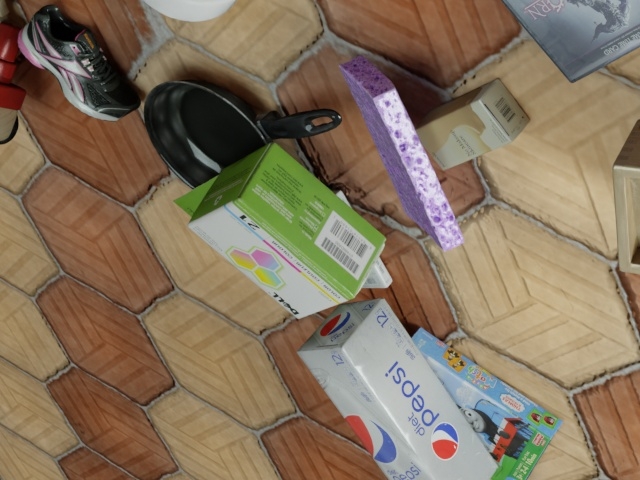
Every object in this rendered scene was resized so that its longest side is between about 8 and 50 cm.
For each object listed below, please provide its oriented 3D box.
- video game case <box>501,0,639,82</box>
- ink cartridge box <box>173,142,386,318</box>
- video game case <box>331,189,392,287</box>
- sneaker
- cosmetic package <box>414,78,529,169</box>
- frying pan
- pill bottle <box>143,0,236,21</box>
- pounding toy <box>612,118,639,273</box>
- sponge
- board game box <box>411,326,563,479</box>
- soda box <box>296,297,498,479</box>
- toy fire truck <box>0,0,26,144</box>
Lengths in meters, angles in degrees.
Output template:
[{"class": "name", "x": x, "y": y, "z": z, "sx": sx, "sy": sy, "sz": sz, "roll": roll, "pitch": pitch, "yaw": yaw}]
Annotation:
[{"class": "video game case", "x": 0.208, "y": -0.283, "z": 1.419, "sx": 0.274, "sy": 0.026, "sz": 0.196, "roll": 49, "pitch": 146, "yaw": -10}, {"class": "ink cartridge box", "x": -0.073, "y": 0.006, "z": 1.900, "sx": 0.189, "sy": 0.097, "sz": 0.255, "roll": 40, "pitch": 147, "yaw": -17}, {"class": "video game case", "x": 0.000, "y": 0.000, "z": 1.951, "sx": 0.157, "sy": 0.019, "sz": 0.143, "roll": -1, "pitch": 128, "yaw": 47}, {"class": "sneaker", "x": -0.298, "y": -0.223, "z": 1.955, "sx": 0.178, "sy": 0.072, "sz": 0.077, "roll": 37, "pitch": 136, "yaw": -3}, {"class": "cosmetic package", "x": 0.156, "y": -0.120, "z": 1.638, "sx": 0.060, "sy": 0.041, "sz": 0.115, "roll": 50, "pitch": 145, "yaw": -11}, {"class": "frying pan", "x": -0.103, "y": -0.146, "z": 1.858, "sx": 0.197, "sy": 0.053, "sz": 0.326, "roll": 41, "pitch": 145, "yaw": -3}, {"class": "pill bottle", "x": -0.092, "y": -0.343, "z": 1.528, "sx": 0.160, "sy": 0.160, "sz": 0.283, "roll": 42, "pitch": 147, "yaw": -1}, {"class": "pounding toy", "x": 0.384, "y": -0.054, "z": 1.449, "sx": 0.206, "sy": 0.094, "sz": 0.181, "roll": 9, "pitch": 130, "yaw": 26}, {"class": "sponge", "x": 0.089, "y": -0.093, "z": 1.695, "sx": 0.210, "sy": 0.031, "sz": 0.117, "roll": 64, "pitch": 174, "yaw": -30}, {"class": "board game box", "x": 0.189, "y": 0.219, "z": 1.991, "sx": 0.211, "sy": 0.039, "sz": 0.160, "roll": 34, "pitch": 146, "yaw": 13}, {"class": "soda box", "x": 0.098, "y": 0.212, "z": 1.952, "sx": 0.091, "sy": 0.098, "sz": 0.286, "roll": -10, "pitch": 121, "yaw": 50}, {"class": "toy fire truck", "x": -0.481, "y": -0.273, "z": 2.042, "sx": 0.217, "sy": 0.246, "sz": 0.158, "roll": 25, "pitch": -172, "yaw": 24}]
